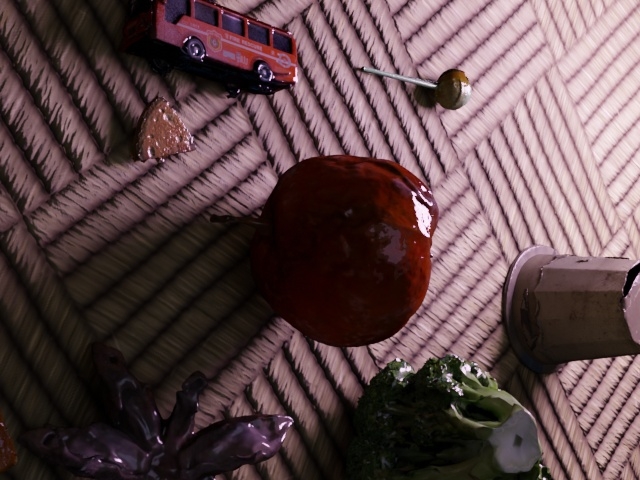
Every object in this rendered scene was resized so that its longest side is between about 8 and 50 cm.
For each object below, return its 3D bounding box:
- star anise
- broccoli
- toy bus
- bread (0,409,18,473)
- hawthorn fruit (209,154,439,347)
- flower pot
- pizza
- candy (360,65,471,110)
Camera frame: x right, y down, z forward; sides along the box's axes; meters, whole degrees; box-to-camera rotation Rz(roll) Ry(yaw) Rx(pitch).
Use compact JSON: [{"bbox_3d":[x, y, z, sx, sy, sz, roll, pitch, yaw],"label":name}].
[{"bbox_3d":[-0.180,0.222,1.173,0.257,0.110,0.198,29,73,-11],"label":"star anise"},{"bbox_3d":[0.173,0.290,1.431,0.307,0.275,0.308,6,73,-19],"label":"broccoli"},{"bbox_3d":[-0.128,-0.234,1.318,0.235,0.073,0.096,15,67,-43],"label":"toy bus"},{"bbox_3d":[-0.353,0.199,1.078,0.094,0.035,0.090,-25,103,-43],"label":"bread"},{"bbox_3d":[0.000,0.000,1.324,0.271,0.242,0.242,14,74,-10],"label":"hawthorn fruit"},{"bbox_3d":[0.425,0.100,1.736,0.212,0.202,0.212,9,76,-42],"label":"flower pot"},{"bbox_3d":[-0.182,-0.118,1.280,0.078,0.025,0.083,28,74,-34],"label":"pizza"},{"bbox_3d":[0.139,-0.231,1.595,0.202,0.061,0.061,7,81,-35],"label":"candy"}]
